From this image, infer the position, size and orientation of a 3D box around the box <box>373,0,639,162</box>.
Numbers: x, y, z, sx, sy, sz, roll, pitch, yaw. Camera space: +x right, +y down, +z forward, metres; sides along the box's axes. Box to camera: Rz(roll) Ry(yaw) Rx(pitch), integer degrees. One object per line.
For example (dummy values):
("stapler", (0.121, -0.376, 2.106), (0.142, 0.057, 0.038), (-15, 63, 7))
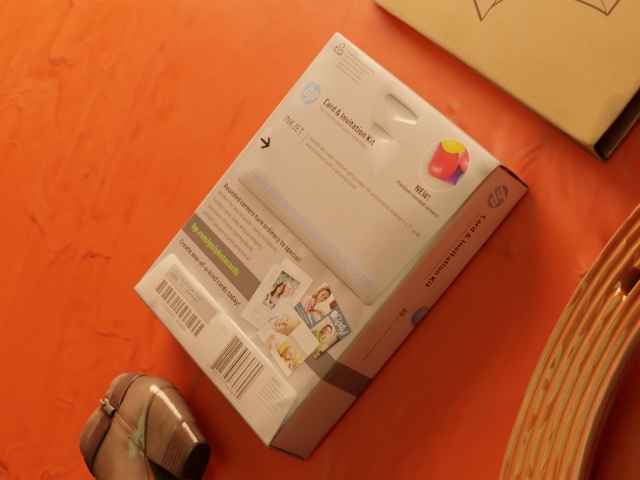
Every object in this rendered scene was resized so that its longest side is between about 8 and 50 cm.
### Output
("box", (0.128, -0.155, 0.812), (0.164, 0.021, 0.201), (-52, 51, 6))

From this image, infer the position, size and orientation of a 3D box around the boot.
("boot", (-0.107, 0.133, 0.850), (0.087, 0.042, 0.118), (28, 87, 46))

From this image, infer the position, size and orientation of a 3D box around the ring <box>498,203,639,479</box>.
("ring", (0.180, 0.091, 0.595), (0.336, 0.032, 0.337), (-43, 34, 38))

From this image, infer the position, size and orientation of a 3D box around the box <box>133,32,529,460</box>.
("box", (0.000, 0.000, 0.826), (0.186, 0.038, 0.145), (-52, 51, 7))
